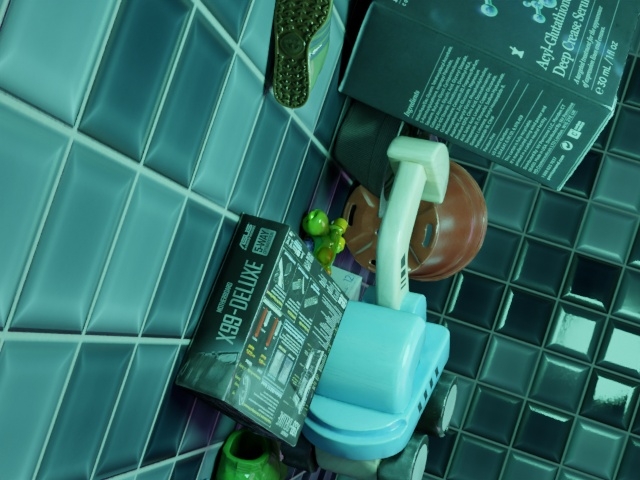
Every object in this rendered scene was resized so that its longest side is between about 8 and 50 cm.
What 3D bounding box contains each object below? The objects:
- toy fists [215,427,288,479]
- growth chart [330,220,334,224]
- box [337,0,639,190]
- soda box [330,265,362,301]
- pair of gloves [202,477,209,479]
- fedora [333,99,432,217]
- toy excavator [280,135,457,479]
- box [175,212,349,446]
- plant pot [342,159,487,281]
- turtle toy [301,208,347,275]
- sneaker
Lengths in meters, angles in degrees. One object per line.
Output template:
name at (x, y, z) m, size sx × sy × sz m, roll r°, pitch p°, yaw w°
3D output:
toy fists at (-0.103, 0.371, 1.879) m, size 0.279 × 0.096 × 0.142 m, roll -52°, pitch 159°, yaw -66°
growth chart at (-0.006, 0.090, 2.116) m, size 0.172 × 0.021 × 0.237 m, roll -62°, pitch 166°, yaw -45°
box at (0.276, -0.315, 1.784) m, size 0.212 × 0.395 × 0.293 m, roll 112°, pitch 3°, yaw -53°
soda box at (-0.026, 0.169, 1.902) m, size 0.098 × 0.091 × 0.286 m, roll 96°, pitch 20°, yaw -46°
pair of gloves at (-0.208, 0.462, 1.682) m, size 0.159 × 0.023 × 0.198 m, roll 94°, pitch 17°, yaw -52°
fedora at (0.104, -0.173, 1.945) m, size 0.275 × 0.124 × 0.244 m, roll -46°, pitch 152°, yaw -55°
toy excavator at (0.108, 0.116, 1.766) m, size 0.433 × 0.222 × 0.445 m, roll -56°, pitch 152°, yaw -46°
box at (-0.068, 0.133, 1.540) m, size 0.242 × 0.076 × 0.307 m, roll -69°, pitch 157°, yaw -14°
plant pot at (0.179, -0.039, 2.268) m, size 0.265 × 0.272 × 0.272 m, roll -11°, pitch 119°, yaw -70°
turtle toy at (0.000, 0.000, 1.863) m, size 0.130 × 0.066 × 0.095 m, roll 94°, pitch 17°, yaw -51°
sneaker at (-0.019, -0.262, 1.351) m, size 0.086 × 0.064 × 0.192 m, roll -70°, pitch 173°, yaw -56°
